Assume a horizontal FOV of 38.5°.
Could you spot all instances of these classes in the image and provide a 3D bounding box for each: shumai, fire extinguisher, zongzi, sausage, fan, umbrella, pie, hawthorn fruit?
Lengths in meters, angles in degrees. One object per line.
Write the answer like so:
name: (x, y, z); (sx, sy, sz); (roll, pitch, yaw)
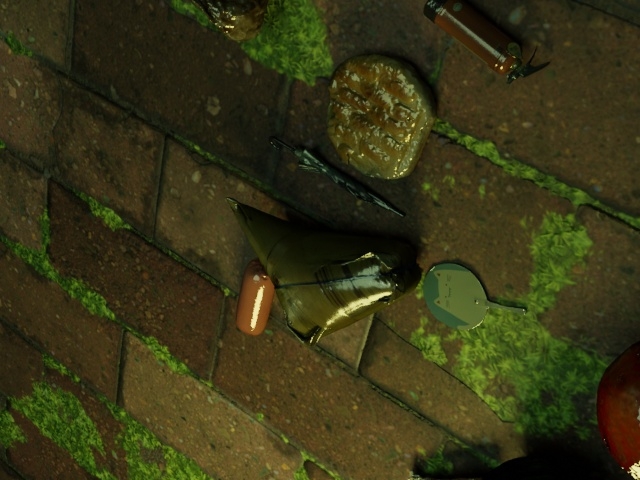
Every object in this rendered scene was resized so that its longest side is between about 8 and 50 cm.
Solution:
shumai: (-0.112, -0.411, 1.352); (0.175, 0.166, 0.206); (-22, 98, 20)
fire extinguisher: (0.218, -0.270, 1.211); (0.177, 0.050, 0.062); (42, 92, 13)
zongzi: (0.000, 0.000, 1.470); (0.260, 0.123, 0.289); (-32, 86, 38)
sausage: (-0.116, 0.101, 1.644); (0.062, 0.062, 0.154); (32, 128, 22)
fan: (0.233, 0.092, 1.402); (0.175, 0.005, 0.113); (11, 117, 34)
umbrella: (0.019, -0.106, 1.454); (0.269, 0.044, 0.044); (30, 154, 22)
pie: (0.082, -0.188, 1.359); (0.195, 0.046, 0.195); (17, 121, 30)
hawthorn fruit: (0.448, 0.199, 1.180); (0.181, 0.181, 0.235); (-5, 103, 40)

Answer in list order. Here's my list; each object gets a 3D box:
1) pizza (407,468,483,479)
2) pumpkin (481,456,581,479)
pizza: (0.239, 0.438, 1.536); (0.185, 0.052, 0.195); (53, 137, 15)
pumpkin: (0.357, 0.434, 1.346); (0.248, 0.248, 0.248); (17, 121, 31)
